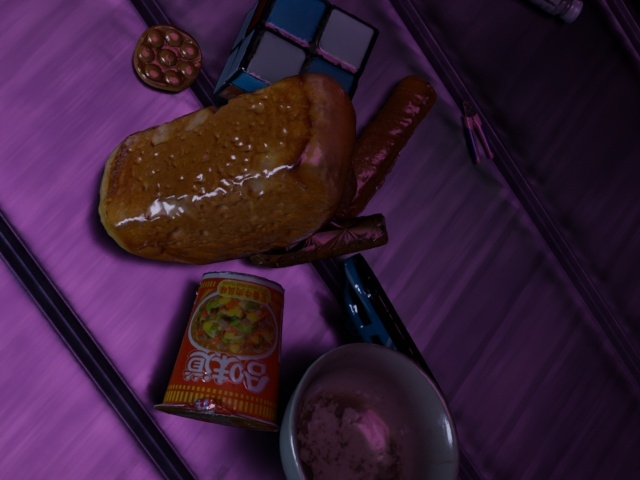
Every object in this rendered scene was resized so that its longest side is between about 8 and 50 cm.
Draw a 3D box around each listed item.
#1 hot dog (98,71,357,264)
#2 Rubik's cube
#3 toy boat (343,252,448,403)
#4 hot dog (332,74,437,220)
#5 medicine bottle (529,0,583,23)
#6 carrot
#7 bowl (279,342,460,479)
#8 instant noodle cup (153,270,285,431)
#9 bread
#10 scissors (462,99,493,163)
[{"bbox_3d":[-0.110,-0.083,1.401,0.223,0.405,0.185,38,43,-52],"label":"hot dog"},{"bbox_3d":[-0.041,-0.272,1.494,0.183,0.180,0.167,23,77,-14],"label":"Rubik's cube"},{"bbox_3d":[0.100,0.168,1.549,0.092,0.134,0.298,-30,94,10],"label":"toy boat"},{"bbox_3d":[0.099,-0.155,1.594,0.083,0.068,0.289,36,77,-7],"label":"hot dog"},{"bbox_3d":[0.380,-0.453,1.725,0.191,0.051,0.051,26,78,-17],"label":"medicine bottle"},{"bbox_3d":[0.000,0.000,1.531,0.229,0.069,0.068,-10,89,-9],"label":"carrot"},{"bbox_3d":[0.051,0.308,1.433,0.289,0.146,0.289,12,64,-26],"label":"bowl"},{"bbox_3d":[-0.134,0.162,1.436,0.193,0.193,0.212,15,73,-18],"label":"instant noodle cup"},{"bbox_3d":[-0.237,-0.285,1.507,0.110,0.024,0.110,1,86,-18],"label":"bread"},{"bbox_3d":[0.270,-0.192,1.684,0.039,0.012,0.113,-21,93,-20],"label":"scissors"}]
